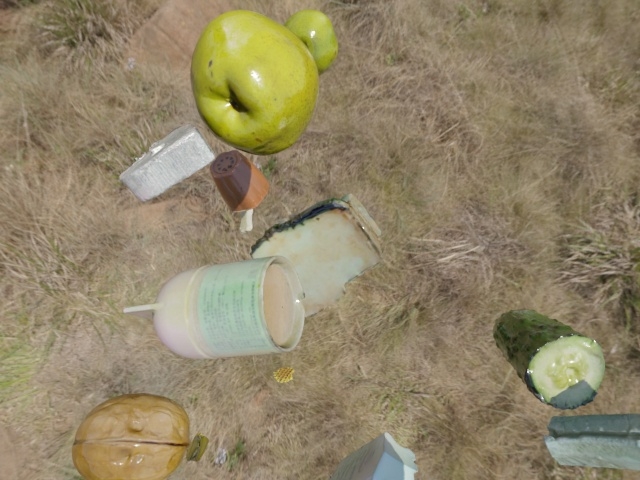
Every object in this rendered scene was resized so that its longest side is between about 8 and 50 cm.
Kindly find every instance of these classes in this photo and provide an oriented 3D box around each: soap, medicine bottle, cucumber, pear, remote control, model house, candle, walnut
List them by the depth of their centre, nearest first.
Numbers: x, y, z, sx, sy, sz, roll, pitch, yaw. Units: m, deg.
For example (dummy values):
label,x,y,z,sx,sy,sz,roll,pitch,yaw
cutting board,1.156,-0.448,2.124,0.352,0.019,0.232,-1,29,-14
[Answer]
label,x,y,z,sx,sy,sz,roll,pitch,yaw
cucumber,0.386,0.186,0.769,0.134,0.244,0.135,0,101,1
walnut,-0.350,0.376,0.793,0.207,0.167,0.168,9,72,-16
candle,-0.275,-0.159,0.796,0.068,0.168,0.192,57,38,-30
pear,-0.134,-0.327,0.888,0.293,0.294,0.295,2,73,-8
soap,0.119,0.594,1.049,0.095,0.290,0.173,41,40,7
medicine bottle,-0.267,0.179,1.071,0.405,0.235,0.236,-10,73,20
pear,-0.036,-0.550,1.190,0.166,0.180,0.216,2,32,8
model house,0.000,0.000,1.779,0.445,0.400,0.395,-36,104,17
remote control,-0.337,-0.097,1.916,0.032,0.074,0.122,16,68,-44

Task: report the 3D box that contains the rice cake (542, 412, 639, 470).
label,x,y,z,sx,sy,sz,roll,pitch,yaw
rice cake,0.449,0.252,0.513,0.066,0.336,0.063,52,49,-7

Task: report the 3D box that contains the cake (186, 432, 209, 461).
label,x,y,z,sx,sy,sz,roll,pitch,yaw
cake,-0.489,0.840,1.656,0.079,0.185,0.116,26,37,-15

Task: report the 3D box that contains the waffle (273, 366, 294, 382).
label,x,y,z,sx,sy,sz,roll,pitch,yaw
waffle,-0.131,0.489,1.532,0.078,0.085,0.016,-8,106,-7

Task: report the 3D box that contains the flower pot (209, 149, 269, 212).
label,x,y,z,sx,sy,sz,roll,pitch,yaw
flower pot,-0.307,-0.227,1.535,0.190,0.173,0.191,-12,53,16
